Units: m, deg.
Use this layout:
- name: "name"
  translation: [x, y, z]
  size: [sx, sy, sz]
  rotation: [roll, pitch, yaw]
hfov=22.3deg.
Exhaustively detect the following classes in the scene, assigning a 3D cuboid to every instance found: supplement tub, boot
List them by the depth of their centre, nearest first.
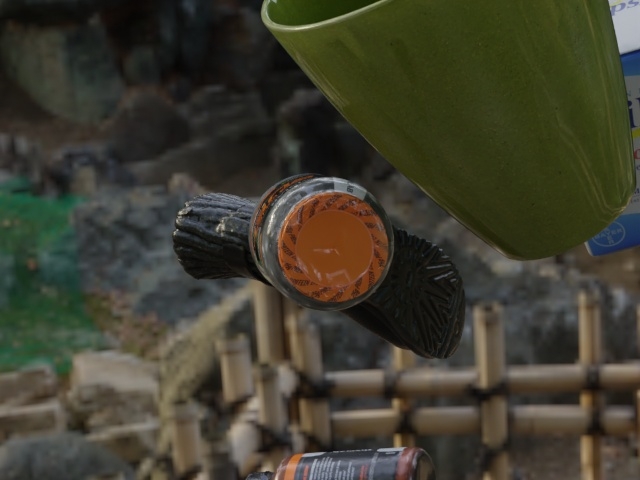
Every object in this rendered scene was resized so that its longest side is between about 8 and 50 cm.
- name: "supplement tub"
  translation: [0.000, 0.000, 1.433]
  size: [0.117, 0.117, 0.190]
  rotation: [-6, 4, -7]
- name: "supplement tub"
  translation: [0.019, 0.274, 1.710]
  size: [0.198, 0.106, 0.106]
  rotation: [-6, 14, 19]
- name: "boot"
  translation: [0.005, 0.039, 2.048]
  size: [0.260, 0.131, 0.348]
  rotation: [2, -25, 40]

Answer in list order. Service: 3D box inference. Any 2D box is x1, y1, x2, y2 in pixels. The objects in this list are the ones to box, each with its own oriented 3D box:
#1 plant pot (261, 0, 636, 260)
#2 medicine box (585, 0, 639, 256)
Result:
- name: "plant pot"
  translation: [0.141, -0.137, 1.362]
  size: [0.275, 0.293, 0.275]
  rotation: [-27, 25, 13]
- name: "medicine box"
  translation: [0.410, -0.156, 1.977]
  size: [0.263, 0.289, 0.149]
  rotation: [-16, 38, 16]
